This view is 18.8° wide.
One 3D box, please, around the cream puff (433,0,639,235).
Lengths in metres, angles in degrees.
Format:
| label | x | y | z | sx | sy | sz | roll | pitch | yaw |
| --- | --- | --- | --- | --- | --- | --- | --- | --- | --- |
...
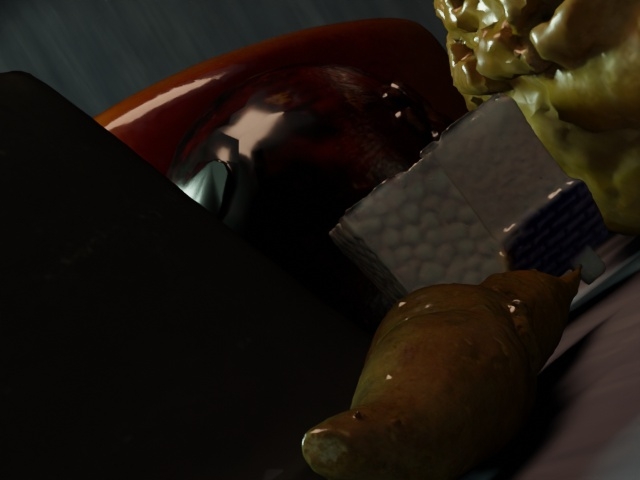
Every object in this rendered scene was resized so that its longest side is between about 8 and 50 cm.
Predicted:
| label | x | y | z | sx | sy | sz | roll | pitch | yaw |
| --- | --- | --- | --- | --- | --- | --- | --- | --- | --- |
| cream puff | 0.201 | -0.165 | 0.973 | 0.343 | 0.231 | 0.327 | -35 | -4 | -46 |

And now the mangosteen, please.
| label | x | y | z | sx | sy | sz | roll | pitch | yaw |
| --- | --- | --- | --- | --- | --- | --- | --- | --- | --- |
| mangosteen | 0.000 | 0.000 | 1.089 | 0.210 | 0.210 | 0.210 | -35 | 0 | 0 |

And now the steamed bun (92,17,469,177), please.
| label | x | y | z | sx | sy | sz | roll | pitch | yaw |
| --- | --- | --- | --- | --- | --- | --- | --- | --- | --- |
| steamed bun | -0.037 | -0.020 | 1.431 | 0.379 | 0.235 | 0.248 | -20 | -10 | -14 |

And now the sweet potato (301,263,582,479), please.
| label | x | y | z | sx | sy | sz | roll | pitch | yaw |
| --- | --- | --- | --- | --- | --- | --- | --- | --- | --- |
| sweet potato | 0.051 | 0.043 | 0.680 | 0.067 | 0.067 | 0.274 | -36 | -2 | 20 |

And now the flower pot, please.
| label | x | y | z | sx | sy | sz | roll | pitch | yaw |
| --- | --- | --- | --- | --- | --- | --- | --- | --- | --- |
| flower pot | -0.150 | 0.075 | 0.908 | 0.379 | 0.251 | 0.379 | -36 | -2 | -2 |

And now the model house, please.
| label | x | y | z | sx | sy | sz | roll | pitch | yaw |
| --- | --- | --- | --- | --- | --- | --- | --- | --- | --- |
| model house | 0.074 | 0.001 | 0.894 | 0.101 | 0.100 | 0.088 | -40 | -2 | -8 |
